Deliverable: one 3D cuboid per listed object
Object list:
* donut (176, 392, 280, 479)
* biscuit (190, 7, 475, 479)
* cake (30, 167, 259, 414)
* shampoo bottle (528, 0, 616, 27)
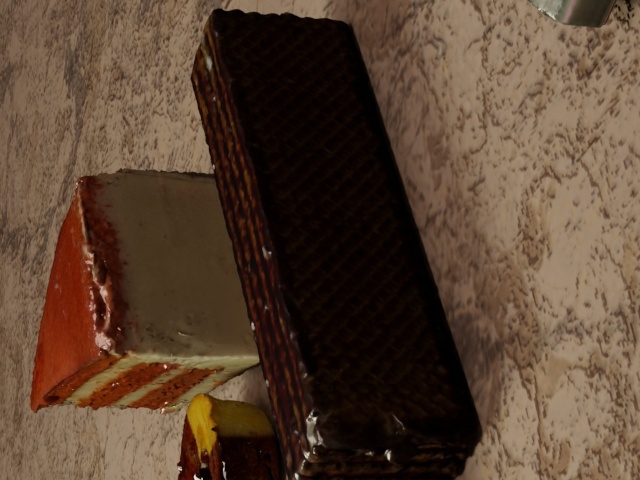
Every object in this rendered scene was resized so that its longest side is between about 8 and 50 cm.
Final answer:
[{"bbox_3d":[-0.074,0.190,1.534,0.140,0.059,0.140,-178,90,-69],"label":"donut"},{"bbox_3d":[0.000,0.000,1.300,0.073,0.107,0.388,113,151,-43],"label":"biscuit"},{"bbox_3d":[-0.132,0.093,1.568,0.159,0.158,0.262,-109,28,-46],"label":"cake"},{"bbox_3d":[0.156,-0.222,0.996,0.086,0.056,0.227,-109,30,-46],"label":"shampoo bottle"}]
